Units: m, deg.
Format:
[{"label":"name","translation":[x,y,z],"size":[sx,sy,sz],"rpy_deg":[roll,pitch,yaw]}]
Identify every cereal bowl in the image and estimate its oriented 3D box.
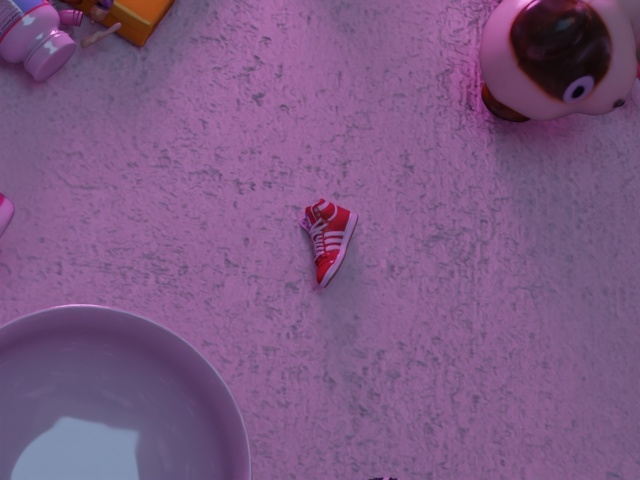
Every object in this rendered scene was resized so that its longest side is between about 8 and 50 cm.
[{"label":"cereal bowl","translation":[-0.249,0.244,1.335],"size":[0.339,0.141,0.339],"rpy_deg":[9,63,-19]}]

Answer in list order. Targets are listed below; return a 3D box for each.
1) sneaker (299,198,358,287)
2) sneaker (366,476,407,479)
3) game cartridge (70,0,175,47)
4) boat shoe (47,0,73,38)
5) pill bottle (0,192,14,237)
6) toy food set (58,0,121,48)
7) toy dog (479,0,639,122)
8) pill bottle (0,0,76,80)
[{"label":"sneaker","translation":[0.000,0.000,1.607],"size":[0.067,0.042,0.118],"rpy_deg":[29,51,-11]},{"label":"sneaker","translation":[0.120,0.374,1.456],"size":[0.235,0.153,0.094],"rpy_deg":[20,30,29]},{"label":"game cartridge","translation":[-0.297,-0.438,1.689],"size":[0.324,0.052,0.285],"rpy_deg":[32,59,-7]},{"label":"boat shoe","translation":[-0.343,-0.288,1.609],"size":[0.100,0.035,0.035],"rpy_deg":[45,58,3]},{"label":"pill bottle","translation":[-0.475,-0.050,1.348],"size":[0.283,0.160,0.160],"rpy_deg":[35,58,-14]},{"label":"toy food set","translation":[-0.298,-0.301,1.594],"size":[0.078,0.019,0.122],"rpy_deg":[-32,90,-11]},{"label":"toy dog","translation":[0.350,-0.348,1.777],"size":[0.395,0.284,0.408],"rpy_deg":[23,62,-10]},{"label":"pill bottle","translation":[-0.370,-0.269,1.559],"size":[0.160,0.087,0.087],"rpy_deg":[46,58,3]}]
